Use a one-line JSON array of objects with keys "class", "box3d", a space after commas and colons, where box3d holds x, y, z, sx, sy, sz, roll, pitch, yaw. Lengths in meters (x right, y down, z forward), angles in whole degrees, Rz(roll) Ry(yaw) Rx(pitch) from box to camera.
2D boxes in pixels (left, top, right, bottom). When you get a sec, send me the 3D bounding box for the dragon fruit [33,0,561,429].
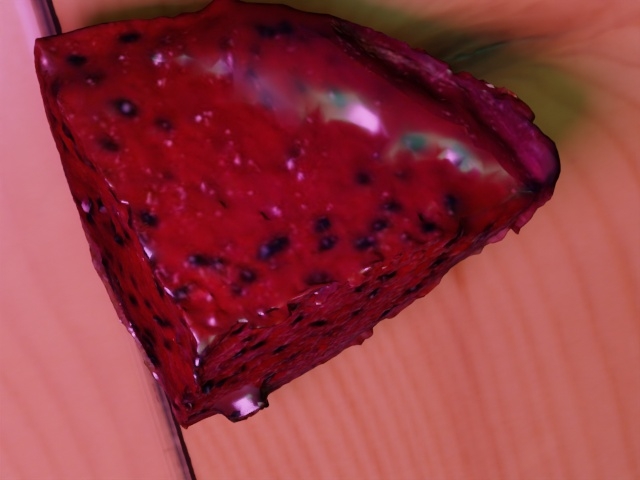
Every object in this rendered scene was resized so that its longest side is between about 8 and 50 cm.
[{"class": "dragon fruit", "box3d": [0.000, 0.000, 1.130, 0.330, 0.240, 0.302, -11, 131, -1]}]
